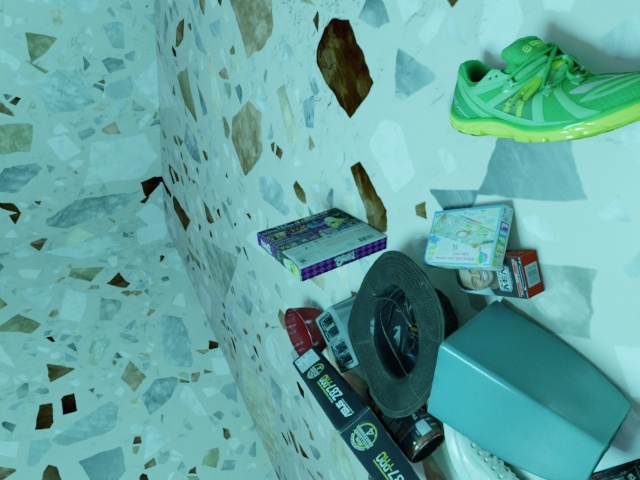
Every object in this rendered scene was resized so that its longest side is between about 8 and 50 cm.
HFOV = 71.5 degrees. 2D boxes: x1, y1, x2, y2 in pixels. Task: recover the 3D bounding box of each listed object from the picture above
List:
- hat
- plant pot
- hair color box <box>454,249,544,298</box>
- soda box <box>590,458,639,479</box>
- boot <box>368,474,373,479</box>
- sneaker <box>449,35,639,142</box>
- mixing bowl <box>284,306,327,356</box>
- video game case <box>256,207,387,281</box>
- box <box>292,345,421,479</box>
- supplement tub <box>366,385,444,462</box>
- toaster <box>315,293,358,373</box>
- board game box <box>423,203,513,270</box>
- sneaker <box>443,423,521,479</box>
[{"bbox_3d":[0.186,0.181,0.900,0.331,0.134,0.330,179,90,-65],"label":"hat"},{"bbox_3d":[0.321,0.243,0.690,0.234,0.166,0.165,30,132,39],"label":"plant pot"},{"bbox_3d":[0.292,0.054,0.744,0.141,0.043,0.071,-4,103,62],"label":"hair color box"},{"bbox_3d":[0.431,0.384,0.671,0.053,0.060,0.168,58,150,27],"label":"soda box"},{"bbox_3d":[0.199,0.758,1.336,0.106,0.037,0.114,60,156,-5],"label":"boot"},{"bbox_3d":[0.275,-0.192,0.559,0.296,0.110,0.123,24,130,55],"label":"sneaker"},{"bbox_3d":[-0.028,0.283,1.402,0.181,0.098,0.181,39,138,47],"label":"mixing bowl"},{"bbox_3d":[0.000,0.000,1.040,0.210,0.232,0.041,34,136,49],"label":"video game case"},{"bbox_3d":[0.090,0.469,1.132,0.318,0.097,0.395,56,169,-16],"label":"box"},{"bbox_3d":[0.195,0.420,1.071,0.198,0.106,0.105,47,143,39],"label":"supplement tub"},{"bbox_3d":[0.085,0.244,1.162,0.167,0.110,0.185,63,151,15],"label":"toaster"},{"bbox_3d":[0.246,-0.003,0.756,0.154,0.026,0.103,-1,71,62],"label":"board game box"},{"bbox_3d":[0.345,0.459,0.865,0.123,0.106,0.289,-33,68,30],"label":"sneaker"}]
